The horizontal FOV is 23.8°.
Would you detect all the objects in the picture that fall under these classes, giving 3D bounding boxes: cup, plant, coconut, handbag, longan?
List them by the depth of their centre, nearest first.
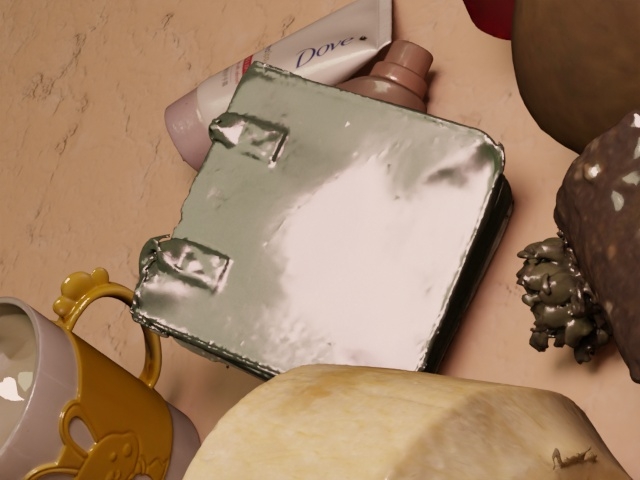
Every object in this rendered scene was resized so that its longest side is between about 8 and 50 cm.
[{"bbox_3d":[0.271,0.043,0.910,0.199,0.188,0.276,-39,59,16],"label":"plant"},{"bbox_3d":[0.046,0.223,0.969,0.323,0.323,0.323,-25,49,32],"label":"coconut"},{"bbox_3d":[0.248,-0.159,1.082,0.246,0.246,0.215,-14,69,39],"label":"longan"},{"bbox_3d":[0.206,0.026,1.095,0.143,0.092,0.094,-28,55,21],"label":"plant"},{"bbox_3d":[0.000,0.000,1.233,0.260,0.079,0.247,22,81,18],"label":"handbag"},{"bbox_3d":[-0.216,0.149,1.322,0.185,0.226,0.241,26,83,51],"label":"cup"}]

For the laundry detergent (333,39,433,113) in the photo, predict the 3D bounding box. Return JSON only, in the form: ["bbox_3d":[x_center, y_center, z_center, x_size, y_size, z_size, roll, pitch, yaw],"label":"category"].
[{"bbox_3d":[0.006,-0.072,1.364,0.171,0.076,0.237,12,73,46],"label":"laundry detergent"}]

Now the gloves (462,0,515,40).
[{"bbox_3d":[0.196,-0.267,1.283,0.145,0.126,0.241,-19,23,42],"label":"gloves"}]

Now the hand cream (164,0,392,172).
[{"bbox_3d":[-0.032,-0.154,1.457,0.248,0.083,0.133,-32,28,19],"label":"hand cream"}]
